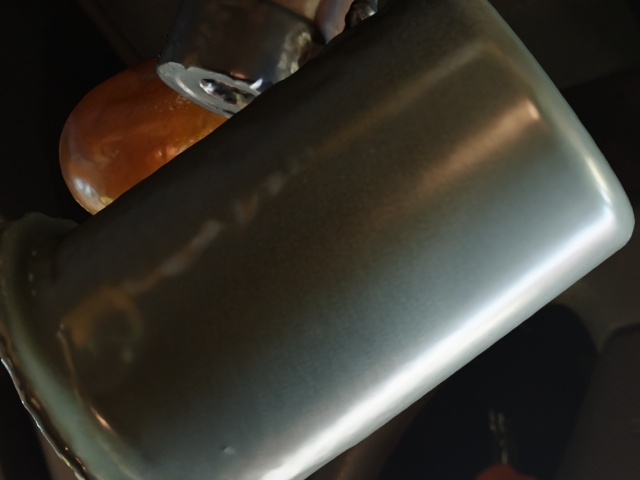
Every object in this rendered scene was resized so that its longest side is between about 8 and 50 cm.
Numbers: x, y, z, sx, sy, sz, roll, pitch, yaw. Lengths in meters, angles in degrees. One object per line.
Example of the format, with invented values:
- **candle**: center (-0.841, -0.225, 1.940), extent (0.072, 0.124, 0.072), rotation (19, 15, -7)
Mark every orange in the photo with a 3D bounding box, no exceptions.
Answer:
- **orange**: center (-0.178, -0.108, 1.175), extent (0.240, 0.240, 0.171), rotation (-4, 129, 18)

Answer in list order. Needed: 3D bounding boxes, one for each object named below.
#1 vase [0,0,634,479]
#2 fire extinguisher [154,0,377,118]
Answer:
- **vase**: center (0.000, 0.000, 0.563), extent (0.291, 0.245, 0.245), rotation (-38, 118, 10)
- **fire extinguisher**: center (0.030, -0.259, 0.716), extent (0.200, 0.376, 0.113), rotation (17, 172, 7)
